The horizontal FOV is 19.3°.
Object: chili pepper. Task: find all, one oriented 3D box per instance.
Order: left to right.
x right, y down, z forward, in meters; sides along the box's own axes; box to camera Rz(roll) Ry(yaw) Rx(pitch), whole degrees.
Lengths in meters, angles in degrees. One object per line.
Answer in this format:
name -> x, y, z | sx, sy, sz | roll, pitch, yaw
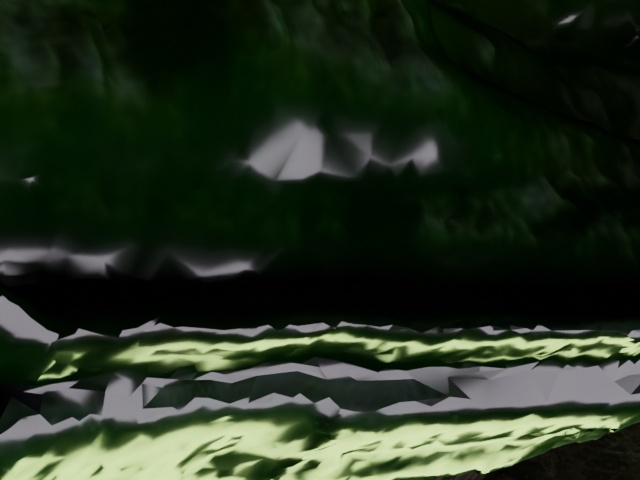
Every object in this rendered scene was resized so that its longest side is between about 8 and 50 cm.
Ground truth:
chili pepper -> -0.016, -0.031, 0.463 | 0.385, 0.213, 0.167 | -10, 161, -38
